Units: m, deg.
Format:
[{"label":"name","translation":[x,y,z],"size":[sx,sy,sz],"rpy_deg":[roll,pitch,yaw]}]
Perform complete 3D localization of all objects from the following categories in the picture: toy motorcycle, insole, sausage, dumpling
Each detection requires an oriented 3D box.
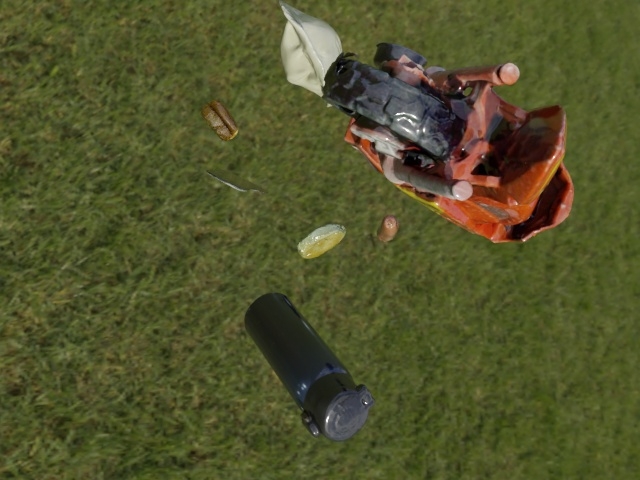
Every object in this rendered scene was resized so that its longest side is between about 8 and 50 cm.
[{"label":"toy motorcycle","translation":[0.100,-0.062,0.581],"size":[0.089,0.171,0.298],"rpy_deg":[-62,166,3]},{"label":"insole","translation":[-0.155,-0.111,1.528],"size":[0.109,0.322,0.007],"rpy_deg":[26,95,0]},{"label":"sausage","translation":[0.148,-0.024,1.811],"size":[0.186,0.043,0.043],"rpy_deg":[91,-11,-83]},{"label":"dumpling","translation":[-0.014,-0.352,1.587],"size":[0.166,0.126,0.216],"rpy_deg":[-103,-169,-58]}]

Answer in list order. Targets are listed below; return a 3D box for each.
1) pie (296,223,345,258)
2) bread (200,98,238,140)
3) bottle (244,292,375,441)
[{"label":"pie","translation":[0.000,0.000,1.227],"size":[0.084,0.084,0.020],"rpy_deg":[-9,62,-48]},{"label":"bread","translation":[-0.178,-0.214,1.453],"size":[0.081,0.046,0.083],"rpy_deg":[53,-3,13]},{"label":"bottle","translation":[-0.022,0.148,0.977],"size":[0.082,0.244,0.072],"rpy_deg":[-34,123,-9]}]
